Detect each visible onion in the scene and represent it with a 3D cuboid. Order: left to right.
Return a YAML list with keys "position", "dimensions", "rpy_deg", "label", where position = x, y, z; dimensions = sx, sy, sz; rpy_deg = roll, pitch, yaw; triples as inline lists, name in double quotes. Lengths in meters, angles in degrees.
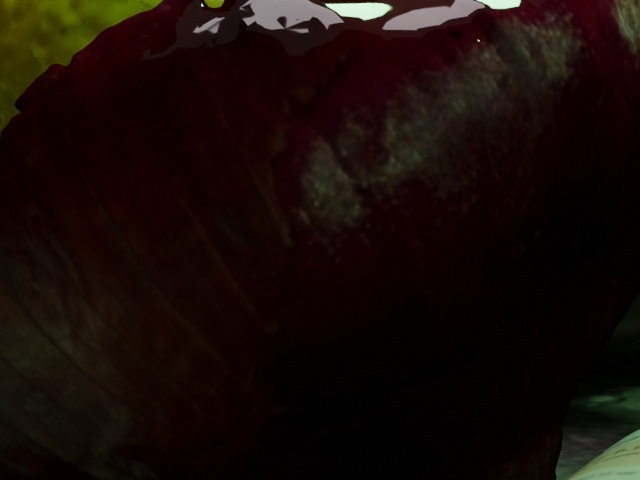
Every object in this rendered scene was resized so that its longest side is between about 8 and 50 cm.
- position: [0.009, 0.021, 0.559]
  dimensions: [0.272, 0.195, 0.272]
  rpy_deg: [-27, -6, -3]
  label: "onion"

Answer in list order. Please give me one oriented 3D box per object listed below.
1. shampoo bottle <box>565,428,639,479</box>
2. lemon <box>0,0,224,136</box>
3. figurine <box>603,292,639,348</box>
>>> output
- position: [0.095, 0.076, 0.429]
  dimensions: [0.074, 0.074, 0.192]
  rpy_deg: [1, 8, 26]
  label: "shampoo bottle"
- position: [-0.097, -0.122, 1.181]
  dimensions: [0.336, 0.336, 0.336]
  rpy_deg: [-3, 7, 0]
  label: "lemon"
- position: [0.190, -0.055, 0.881]
  dimensions: [0.388, 0.248, 0.276]
  rpy_deg: [-8, 32, -21]
  label: "figurine"
